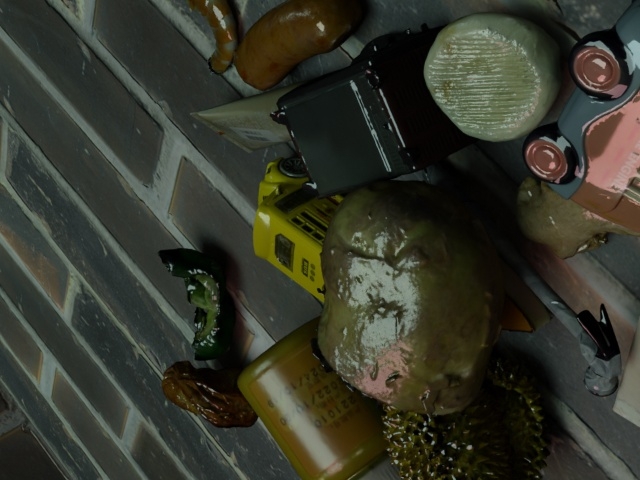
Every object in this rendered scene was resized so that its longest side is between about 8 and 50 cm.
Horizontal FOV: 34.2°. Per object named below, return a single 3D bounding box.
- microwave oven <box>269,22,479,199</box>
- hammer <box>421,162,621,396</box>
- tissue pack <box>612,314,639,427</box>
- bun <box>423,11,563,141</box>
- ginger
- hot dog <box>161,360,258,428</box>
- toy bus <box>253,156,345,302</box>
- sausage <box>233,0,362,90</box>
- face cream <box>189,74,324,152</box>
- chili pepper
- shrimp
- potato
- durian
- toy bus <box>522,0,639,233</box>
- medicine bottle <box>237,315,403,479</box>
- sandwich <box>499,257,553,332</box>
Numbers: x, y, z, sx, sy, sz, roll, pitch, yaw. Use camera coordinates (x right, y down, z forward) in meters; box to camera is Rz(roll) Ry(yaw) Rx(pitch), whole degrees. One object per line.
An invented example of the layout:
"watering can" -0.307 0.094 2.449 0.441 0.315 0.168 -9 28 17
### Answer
"microwave oven" 0.080 -0.182 1.470 0.247 0.178 0.188 -12 106 53
"hammer" 0.264 0.031 1.430 0.427 0.044 0.152 51 167 38
"tissue pack" 0.471 0.128 1.277 0.170 0.071 0.326 29 136 30
"bun" 0.225 -0.220 1.325 0.183 0.102 0.183 19 134 21
"ginger" 0.343 -0.045 1.324 0.137 0.074 0.213 51 151 -16
"hot dog" -0.236 0.314 2.209 0.259 0.175 0.114 14 96 55
"toy bus" 0.000 0.000 1.717 0.330 0.152 0.144 35 139 32
"sausage" -0.037 -0.314 1.593 0.270 0.109 0.109 -14 102 55
"face cream" -0.079 -0.203 1.728 0.137 0.084 0.341 31 158 -31
"chili pepper" -0.234 0.128 2.151 0.148 0.116 0.265 14 125 32
"shrimp" -0.198 -0.374 1.805 0.161 0.049 0.166 41 148 23
"potato" 0.139 0.052 1.391 0.288 0.301 0.237 20 135 -8
"durian" 0.208 0.274 1.578 0.258 0.258 0.293 -23 90 55
"toy bus" 0.375 -0.134 1.130 0.232 0.194 0.288 40 140 15
"medicine bottle" 0.044 0.339 1.834 0.384 0.224 0.224 54 145 11
"sandwich" 0.237 0.050 1.535 0.193 0.058 0.163 3 115 52
